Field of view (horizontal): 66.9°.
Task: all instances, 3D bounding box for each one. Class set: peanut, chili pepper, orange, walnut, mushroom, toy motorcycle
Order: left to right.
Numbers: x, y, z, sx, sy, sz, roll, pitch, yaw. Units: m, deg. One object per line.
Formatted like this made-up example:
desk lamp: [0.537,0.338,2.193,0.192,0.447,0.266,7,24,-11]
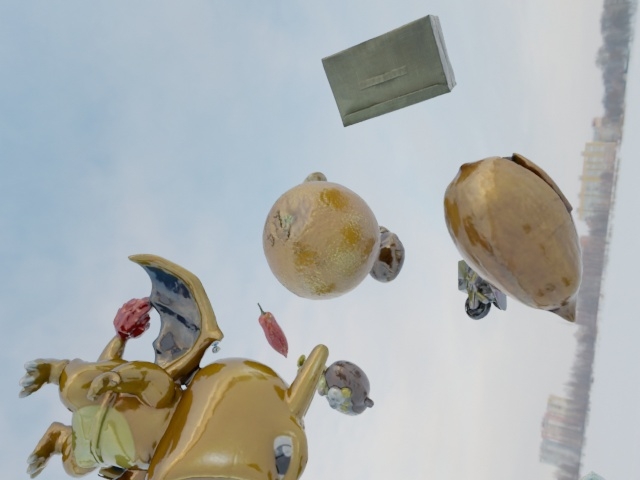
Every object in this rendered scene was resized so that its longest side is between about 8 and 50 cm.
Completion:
chili pepper: [-0.145,0.270,1.459,0.059,0.050,0.191,-30,-85,-42]
peanut: [-0.018,-0.109,1.366,0.089,0.089,0.192,-52,-23,-42]
orange: [0.000,0.000,1.085,0.274,0.274,0.274,-18,-69,-57]
mushroom: [0.171,0.031,1.317,0.080,0.135,0.170,23,-134,-28]
toy motorcycle: [0.375,0.059,1.079,0.073,0.152,0.225,22,-126,-30]
walnut: [0.354,0.001,0.867,0.209,0.209,0.336,-16,-106,-58]

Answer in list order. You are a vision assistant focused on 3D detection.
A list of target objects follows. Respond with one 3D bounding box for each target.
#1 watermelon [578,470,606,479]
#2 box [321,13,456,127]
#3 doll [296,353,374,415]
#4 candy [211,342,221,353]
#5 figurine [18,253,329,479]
watermelon: [0.518,0.604,0.994,0.256,0.193,0.140,-50,-4,11]
box: [0.145,-0.351,1.011,0.149,0.231,0.155,69,-153,-16]
doll: [0.031,0.328,1.082,0.096,0.188,0.145,-42,-60,-48]
candy: [-0.256,0.230,1.167,0.020,0.030,0.083,14,-117,-57]
figurine: [-0.199,0.238,0.697,0.268,0.387,0.401,-31,-48,-86]
